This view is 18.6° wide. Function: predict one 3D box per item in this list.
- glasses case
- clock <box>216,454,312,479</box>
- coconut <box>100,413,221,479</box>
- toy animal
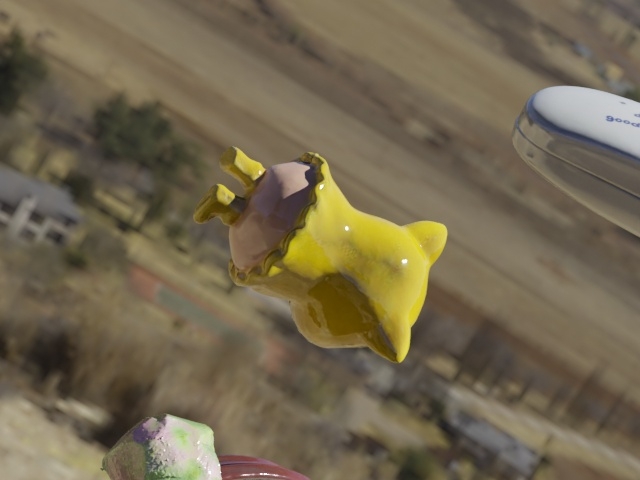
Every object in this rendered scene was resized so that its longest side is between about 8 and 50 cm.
[{"bbox_3d":[0.184,-0.020,0.937,0.197,0.049,0.076,28,27,17],"label":"glasses case"},{"bbox_3d":[-0.118,0.311,1.636,0.318,0.318,0.080,18,27,-45],"label":"clock"},{"bbox_3d":[-0.111,0.165,1.432,0.082,0.081,0.083,41,-18,44],"label":"coconut"},{"bbox_3d":[-0.002,0.005,1.765,0.230,0.156,0.156,30,14,-15],"label":"toy animal"}]
